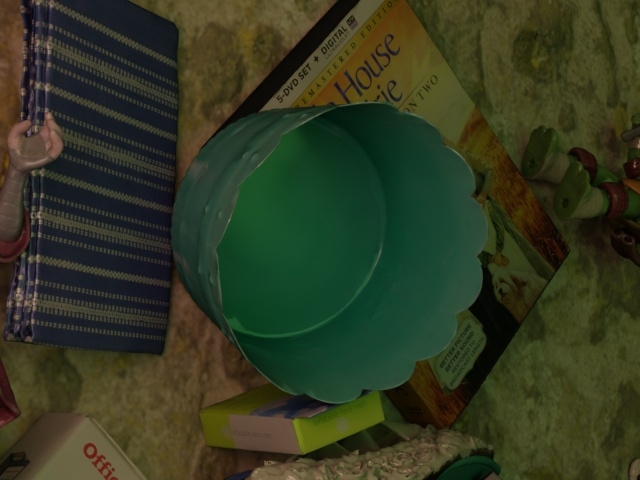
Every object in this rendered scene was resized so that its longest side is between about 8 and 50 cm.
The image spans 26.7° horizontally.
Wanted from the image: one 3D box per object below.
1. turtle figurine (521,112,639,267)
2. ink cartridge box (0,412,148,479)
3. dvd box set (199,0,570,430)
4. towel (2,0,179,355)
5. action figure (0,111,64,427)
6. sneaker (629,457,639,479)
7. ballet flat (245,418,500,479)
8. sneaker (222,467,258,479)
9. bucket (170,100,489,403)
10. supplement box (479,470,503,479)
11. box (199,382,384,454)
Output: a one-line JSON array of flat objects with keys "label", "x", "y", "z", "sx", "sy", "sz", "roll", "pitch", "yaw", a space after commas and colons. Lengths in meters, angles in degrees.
[{"label": "turtle figurine", "x": 0.406, "y": -0.093, "z": 1.655, "sx": 0.266, "sy": 0.275, "sz": 0.197, "roll": 8, "pitch": 65, "yaw": -29}, {"label": "ink cartridge box", "x": -0.244, "y": 0.276, "z": 1.174, "sx": 0.212, "sy": 0.093, "sz": 0.154, "roll": -48, "pitch": 115, "yaw": -30}, {"label": "dvd box set", "x": 0.090, "y": -0.041, "z": 1.493, "sx": 0.307, "sy": 0.062, "sz": 0.420, "roll": -50, "pitch": 116, "yaw": -30}, {"label": "towel", "x": -0.202, "y": -0.067, "z": 1.226, "sx": 0.243, "sy": 0.040, "sz": 0.336, "roll": 15, "pitch": 75, "yaw": -65}, {"label": "action figure", "x": -0.316, "y": 0.059, "z": 1.062, "sx": 0.248, "sy": 0.275, "sz": 0.370, "roll": -4, "pitch": 43, "yaw": -6}, {"label": "sneaker", "x": 0.425, "y": 0.338, "z": 1.741, "sx": 0.040, "sy": 0.044, "sz": 0.109, "roll": -2, "pitch": 89, "yaw": -41}, {"label": "ballet flat", "x": 0.055, "y": 0.240, "z": 1.369, "sx": 0.409, "sy": 0.147, "sz": 0.147, "roll": -1, "pitch": 86, "yaw": -61}, {"label": "sneaker", "x": -0.094, "y": 0.300, "z": 1.295, "sx": 0.221, "sy": 0.087, "sz": 0.083, "roll": -41, "pitch": 112, "yaw": -36}, {"label": "bucket", "x": 0.000, "y": 0.000, "z": 1.275, "sx": 0.281, "sy": 0.183, "sz": 0.281, "roll": -5, "pitch": 102, "yaw": -23}, {"label": "supplement box", "x": 0.141, "y": 0.359, "z": 1.372, "sx": 0.239, "sy": 0.130, "sz": 0.073, "roll": -36, "pitch": 148, "yaw": -30}, {"label": "box", "x": -0.023, "y": 0.169, "z": 1.307, "sx": 0.109, "sy": 0.178, "sz": 0.042, "roll": -17, "pitch": 98, "yaw": -38}]
